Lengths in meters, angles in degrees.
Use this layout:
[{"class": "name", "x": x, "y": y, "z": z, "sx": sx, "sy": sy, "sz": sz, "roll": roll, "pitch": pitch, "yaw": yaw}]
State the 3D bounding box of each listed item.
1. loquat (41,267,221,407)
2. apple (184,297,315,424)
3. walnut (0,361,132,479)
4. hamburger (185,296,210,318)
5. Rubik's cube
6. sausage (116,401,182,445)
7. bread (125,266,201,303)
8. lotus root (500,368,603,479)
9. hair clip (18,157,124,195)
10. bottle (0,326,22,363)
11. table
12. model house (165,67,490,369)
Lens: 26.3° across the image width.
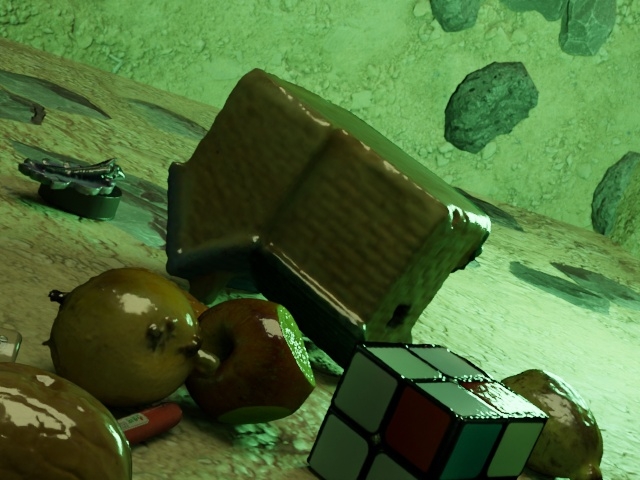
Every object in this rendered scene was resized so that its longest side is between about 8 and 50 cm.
[{"class": "loquat", "x": -0.210, "y": 0.111, "z": 1.540, "sx": 0.204, "sy": 0.149, "sz": 0.172, "roll": 16, "pitch": 16, "yaw": 4}, {"class": "apple", "x": -0.079, "y": 0.141, "z": 1.624, "sx": 0.147, "sy": 0.163, "sz": 0.146, "roll": 24, "pitch": 52, "yaw": -48}, {"class": "walnut", "x": -0.256, "y": 0.186, "z": 1.149, "sx": 0.207, "sy": 0.167, "sz": 0.167, "roll": 24, "pitch": 12, "yaw": -1}, {"class": "hamburger", "x": -0.190, "y": 0.113, "z": 1.736, "sx": 0.138, "sy": 0.083, "sz": 0.147, "roll": 17, "pitch": 10, "yaw": -4}, {"class": "Rubik's cube", "x": 0.122, "y": 0.230, "z": 1.585, "sx": 0.183, "sy": 0.167, "sz": 0.180, "roll": 7, "pitch": 20, "yaw": -45}, {"class": "sausage", "x": -0.210, "y": 0.202, "z": 1.436, "sx": 0.034, "sy": 0.034, "sz": 0.253, "roll": 26, "pitch": 13, "yaw": 18}, {"class": "bread", "x": -0.220, "y": 0.081, "z": 1.878, "sx": 0.132, "sy": 0.053, "sz": 0.074, "roll": 30, "pitch": 15, "yaw": 23}, {"class": "lotus root", "x": 0.322, "y": 0.265, "z": 1.902, "sx": 0.138, "sy": 0.138, "sz": 0.214, "roll": 9, "pitch": 29, "yaw": -46}, {"class": "hair clip", "x": -0.394, "y": -0.112, "z": 2.206, "sx": 0.195, "sy": 0.052, "sz": 0.124, "roll": 0, "pitch": 20, "yaw": -46}, {"class": "bottle", "x": -0.384, "y": 0.114, "z": 1.380, "sx": 0.152, "sy": 0.099, "sz": 0.099, "roll": 16, "pitch": 13, "yaw": -9}, {"class": "table", "x": -0.397, "y": -0.080, "z": 2.271, "sx": 0.133, "sy": 0.043, "sz": 0.133, "roll": 21, "pitch": 13, "yaw": -5}, {"class": "model house", "x": 0.000, "y": 0.000, "z": 2.039, "sx": 0.382, "sy": 0.342, "sz": 0.334, "roll": 38, "pitch": 10, "yaw": 25}]
